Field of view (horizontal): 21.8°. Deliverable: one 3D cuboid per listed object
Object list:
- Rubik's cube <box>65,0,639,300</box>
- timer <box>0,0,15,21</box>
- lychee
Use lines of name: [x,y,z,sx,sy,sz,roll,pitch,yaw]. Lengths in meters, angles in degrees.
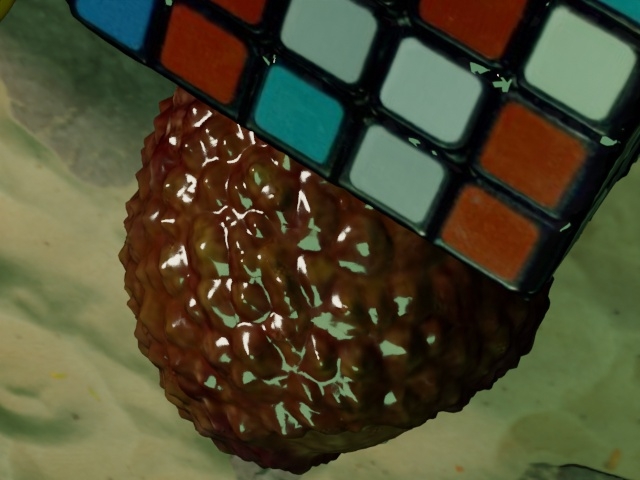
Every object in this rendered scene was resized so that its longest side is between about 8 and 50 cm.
Rubik's cube: [0.054,-0.130,0.513,0.187,0.182,0.184,31,136,12]
timer: [-0.172,-0.127,0.666,0.107,0.109,0.107,0,89,26]
lychee: [0.000,0.000,0.685,0.188,0.188,0.188,9,133,10]
